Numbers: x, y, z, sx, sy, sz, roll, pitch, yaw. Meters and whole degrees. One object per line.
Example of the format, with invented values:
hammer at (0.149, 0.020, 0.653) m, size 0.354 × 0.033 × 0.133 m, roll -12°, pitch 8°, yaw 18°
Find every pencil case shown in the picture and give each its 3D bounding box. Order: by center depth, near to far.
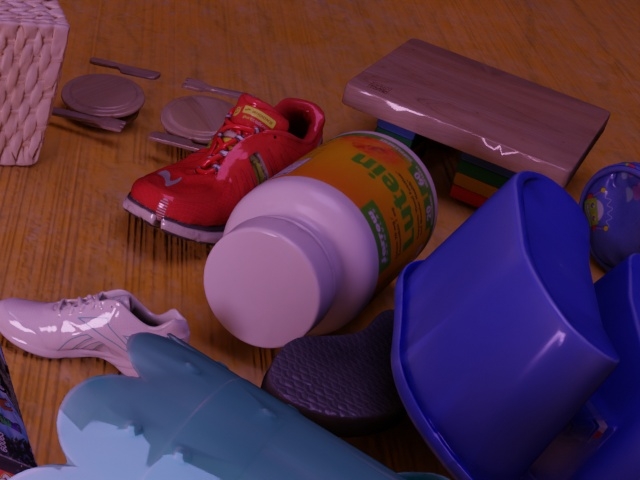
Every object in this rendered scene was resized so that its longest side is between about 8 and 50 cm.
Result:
pencil case at (0.421, -0.025, 1.562) m, size 0.306 × 0.119 × 0.133 m, roll -2°, pitch 7°, yaw -35°

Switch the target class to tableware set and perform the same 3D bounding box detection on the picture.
tableware set at (-0.174, -0.127, 1.505) m, size 0.194 × 0.039 × 0.128 m, roll 14°, pitch 36°, yaw 7°

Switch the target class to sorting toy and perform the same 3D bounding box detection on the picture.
sorting toy at (0.174, -0.122, 1.647) m, size 0.257 × 0.089 × 0.255 m, roll 22°, pitch 25°, yaw 13°

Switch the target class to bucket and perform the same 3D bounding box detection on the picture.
bucket at (-0.054, 0.196, 0.664) m, size 0.183 × 0.281 × 0.281 m, roll 25°, pitch 26°, yaw 10°

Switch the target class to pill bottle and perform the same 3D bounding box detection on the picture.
pill bottle at (0.000, 0.000, 1.233) m, size 0.136 × 0.136 × 0.246 m, roll 24°, pitch 26°, yaw 14°

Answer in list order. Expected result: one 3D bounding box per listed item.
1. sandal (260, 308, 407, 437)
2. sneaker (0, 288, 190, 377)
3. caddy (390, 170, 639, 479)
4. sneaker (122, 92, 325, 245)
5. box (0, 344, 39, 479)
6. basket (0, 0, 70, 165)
sandal at (0.035, 0.114, 1.136) m, size 0.097 × 0.054 × 0.254 m, roll 35°, pitch 20°, yaw 20°
sneaker at (-0.170, 0.061, 1.094) m, size 0.152 × 0.061 × 0.053 m, roll 14°, pitch 27°, yaw -3°
caddy at (0.171, 0.103, 1.091) m, size 0.241 × 0.179 × 0.341 m, roll 36°, pitch 22°, yaw -11°
sneaker at (-0.086, -0.079, 1.362) m, size 0.107 × 0.118 × 0.279 m, roll 26°, pitch 26°, yaw 20°
box at (-0.231, 0.139, 0.696) m, size 0.044 × 0.233 × 0.159 m, roll 30°, pitch 15°, yaw -33°
basket at (-0.306, -0.158, 1.340) m, size 0.113 × 0.167 × 0.103 m, roll -1°, pitch 37°, yaw -33°
